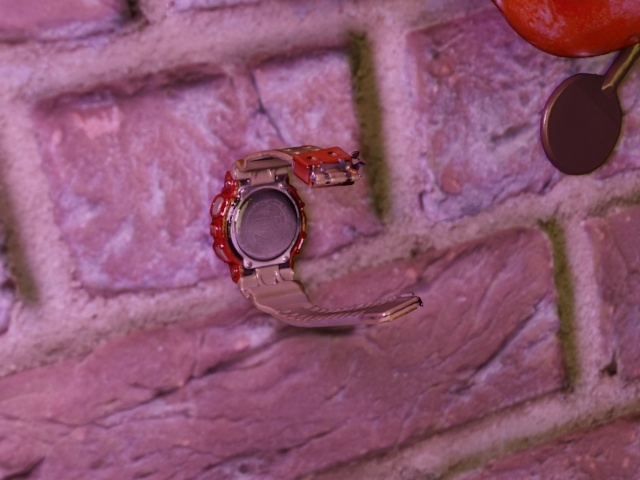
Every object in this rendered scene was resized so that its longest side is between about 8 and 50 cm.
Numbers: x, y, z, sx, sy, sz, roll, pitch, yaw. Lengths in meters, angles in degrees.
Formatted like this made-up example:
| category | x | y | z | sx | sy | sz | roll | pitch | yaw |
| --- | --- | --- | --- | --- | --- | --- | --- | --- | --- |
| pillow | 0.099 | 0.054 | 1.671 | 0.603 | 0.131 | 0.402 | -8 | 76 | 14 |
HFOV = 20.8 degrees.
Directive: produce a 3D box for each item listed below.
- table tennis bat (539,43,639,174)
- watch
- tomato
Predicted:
| category | x | y | z | sx | sy | sz | roll | pitch | yaw |
| --- | --- | --- | --- | --- | --- | --- | --- | --- | --- |
| table tennis bat | 0.325 | -0.141 | 1.860 | 0.107 | 0.119 | 0.170 | 41 | 77 | -30 |
| watch | -0.004 | -0.006 | 1.590 | 0.102 | 0.268 | 0.165 | -10 | 94 | -30 |
| tomato | 0.273 | -0.286 | 1.738 | 0.188 | 0.232 | 0.232 | 35 | 78 | -48 |
